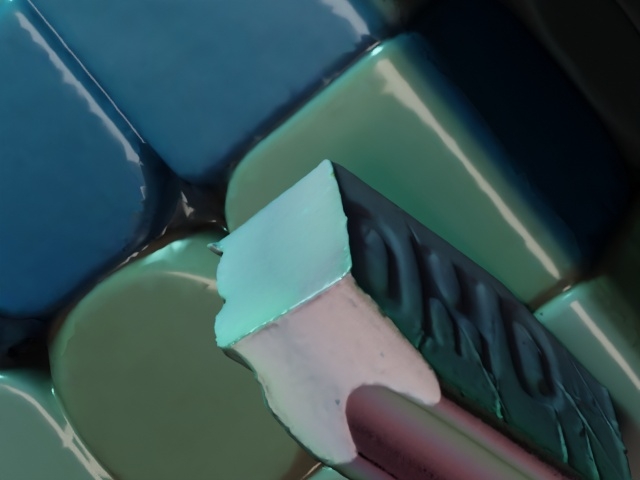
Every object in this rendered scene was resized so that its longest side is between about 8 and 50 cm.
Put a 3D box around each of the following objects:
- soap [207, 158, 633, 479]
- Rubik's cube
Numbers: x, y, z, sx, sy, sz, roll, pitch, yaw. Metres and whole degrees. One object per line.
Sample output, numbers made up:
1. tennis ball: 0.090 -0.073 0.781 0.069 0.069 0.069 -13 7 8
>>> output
1. soap: 0.034 0.043 0.676 0.149 0.100 0.056 36 115 -24
2. Rubik's cube: 0.000 0.000 0.923 0.344 0.346 0.347 -37 95 29
